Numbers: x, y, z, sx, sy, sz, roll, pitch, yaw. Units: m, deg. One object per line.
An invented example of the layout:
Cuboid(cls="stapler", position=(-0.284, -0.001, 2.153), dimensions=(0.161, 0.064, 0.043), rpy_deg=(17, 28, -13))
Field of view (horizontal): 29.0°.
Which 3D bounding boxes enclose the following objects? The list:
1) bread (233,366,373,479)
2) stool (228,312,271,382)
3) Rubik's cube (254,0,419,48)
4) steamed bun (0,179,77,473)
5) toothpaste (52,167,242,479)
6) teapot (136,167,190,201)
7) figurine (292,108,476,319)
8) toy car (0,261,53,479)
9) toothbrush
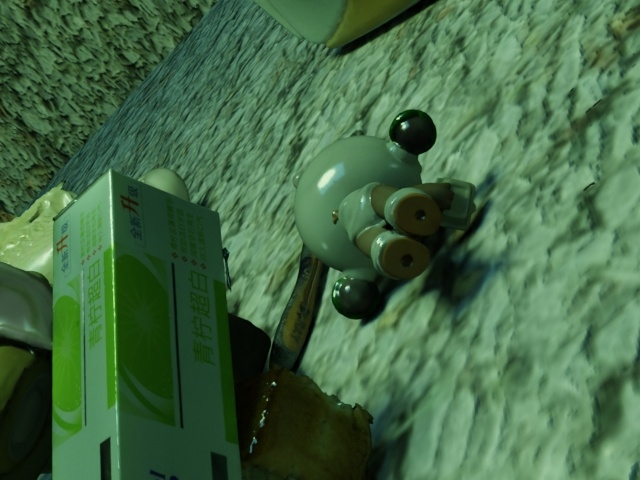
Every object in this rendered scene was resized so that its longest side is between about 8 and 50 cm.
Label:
Cuboid(cls="bread", position=(-0.022, 0.120, 0.682), dimensions=(0.076, 0.083, 0.070), rpy_deg=(-31, 31, 45))
Cuboid(cls="stool", position=(-0.106, 0.093, 0.889), dimensions=(0.217, 0.125, 0.121), rpy_deg=(109, 178, -82))
Cuboid(cls="Rubik's cube", position=(0.038, -0.461, 1.332), dimensions=(0.347, 0.352, 0.351), rpy_deg=(-18, 38, 59))
Cuboid(cls="steamed bun", position=(-0.243, 0.090, 1.110), dimensions=(0.275, 0.206, 0.320), rpy_deg=(-34, 14, -4))
Cuboid(cls="toothpaste", position=(-0.084, 0.123, 0.613), dimensions=(0.067, 0.081, 0.337), rpy_deg=(-37, 46, 35))
Cuboid(cls="teapot", position=(-0.213, -0.018, 1.452), dimensions=(0.145, 0.092, 0.226), rpy_deg=(-52, 16, -19))
Cuboid(cls="figurine", position=(0.041, -0.016, 0.818), dimensions=(0.197, 0.093, 0.147), rpy_deg=(33, 105, 65))
Cuboid(cls="toy car", position=(-0.312, 0.168, 0.900), dimensions=(0.226, 0.242, 0.336), rpy_deg=(64, -137, -77))
Cuboid(cls="toothbrush", position=(-0.002, 0.002, 0.994), dimensions=(0.031, 0.023, 0.321), rpy_deg=(-48, 14, 37))
